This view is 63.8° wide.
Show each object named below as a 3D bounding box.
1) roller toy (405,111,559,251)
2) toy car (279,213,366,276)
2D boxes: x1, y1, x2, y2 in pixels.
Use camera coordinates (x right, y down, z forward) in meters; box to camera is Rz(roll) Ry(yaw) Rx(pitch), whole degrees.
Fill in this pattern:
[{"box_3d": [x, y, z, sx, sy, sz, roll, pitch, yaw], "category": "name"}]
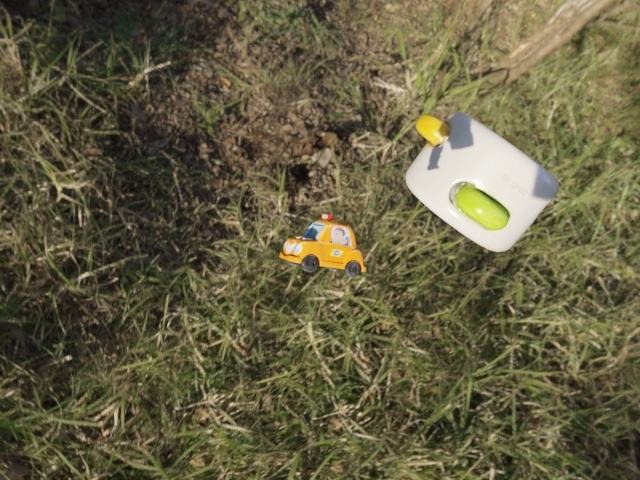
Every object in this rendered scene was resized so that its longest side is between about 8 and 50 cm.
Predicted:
[{"box_3d": [0.237, -0.093, 0.758, 0.191, 0.146, 0.209, 17, 26, -46], "category": "roller toy"}, {"box_3d": [0.000, 0.000, 0.390, 0.060, 0.122, 0.040, 10, 92, -6], "category": "toy car"}]
